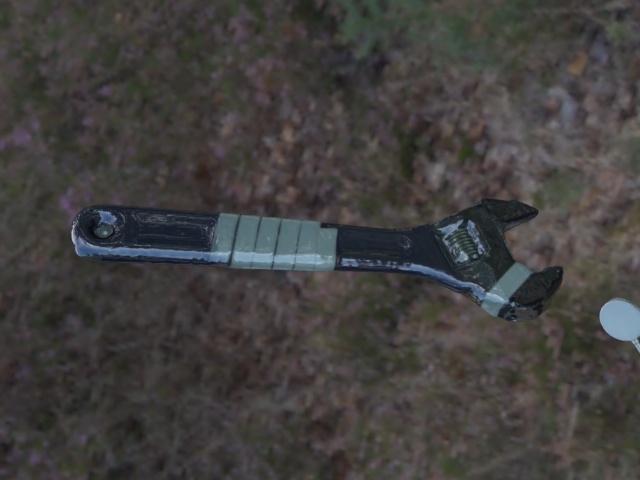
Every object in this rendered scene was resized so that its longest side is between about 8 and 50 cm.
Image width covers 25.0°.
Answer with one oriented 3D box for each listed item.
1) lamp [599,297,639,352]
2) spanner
[{"bbox_3d":[0.376,0.140,1.583,0.050,0.198,0.056,-27,11,44],"label":"lamp"},{"bbox_3d":[0.000,0.000,0.927,0.024,0.316,0.087,104,169,-60],"label":"spanner"}]
